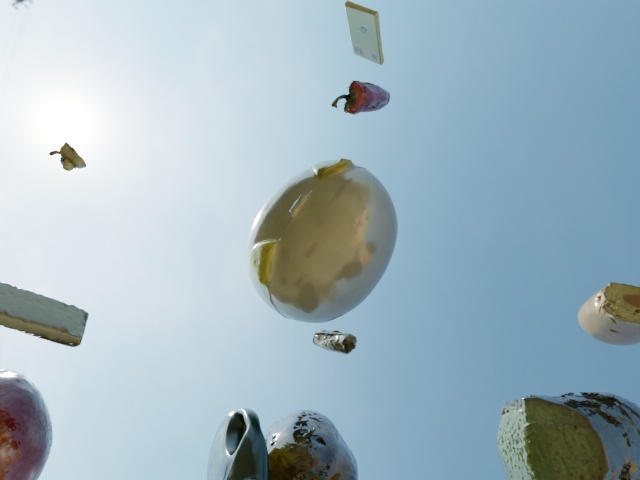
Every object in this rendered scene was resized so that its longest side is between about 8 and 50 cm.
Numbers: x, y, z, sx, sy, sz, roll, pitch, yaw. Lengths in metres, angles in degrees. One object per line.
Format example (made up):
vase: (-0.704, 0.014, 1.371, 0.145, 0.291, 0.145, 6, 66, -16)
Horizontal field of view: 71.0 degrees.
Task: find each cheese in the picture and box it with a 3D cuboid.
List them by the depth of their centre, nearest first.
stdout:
cheese: (-0.585, 0.080, 0.725, 0.034, 0.400, 0.085, -48, -148, 23)

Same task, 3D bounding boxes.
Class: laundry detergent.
laundry detergent: (-0.112, 0.315, 0.631, 0.211, 0.062, 0.138, 154, -46, -68)

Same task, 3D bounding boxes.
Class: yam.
yam: (0.429, 0.347, 0.752, 0.201, 0.271, 0.203, -55, -143, 41)

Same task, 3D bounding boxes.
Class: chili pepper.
chili pepper: (0.088, -0.260, 0.828, 0.050, 0.268, 0.059, 16, -69, 24)

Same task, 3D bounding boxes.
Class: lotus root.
lotus root: (-0.023, 0.417, 0.823, 0.179, 0.397, 0.196, -16, -105, -7)

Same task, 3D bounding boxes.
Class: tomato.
tomato: (-0.740, 0.433, 1.070, 0.290, 0.176, 0.334, 54, -26, -16)

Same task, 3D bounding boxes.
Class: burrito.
burrito: (0.039, 0.274, 1.224, 0.188, 0.044, 0.058, -8, -105, 59)

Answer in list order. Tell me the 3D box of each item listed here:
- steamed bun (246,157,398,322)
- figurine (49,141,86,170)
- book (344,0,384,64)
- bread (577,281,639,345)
steamed bun: (0.005, 0.002, 1.010, 0.333, 0.334, 0.374, 26, -105, 28)
figurine: (-0.615, -0.198, 1.094, 0.083, 0.047, 0.050, 40, -116, 17)
book: (0.086, -0.398, 0.863, 0.077, 0.111, 0.014, 36, -106, 29)
bread: (0.593, 0.152, 0.879, 0.134, 0.173, 0.085, 7, -116, 17)
